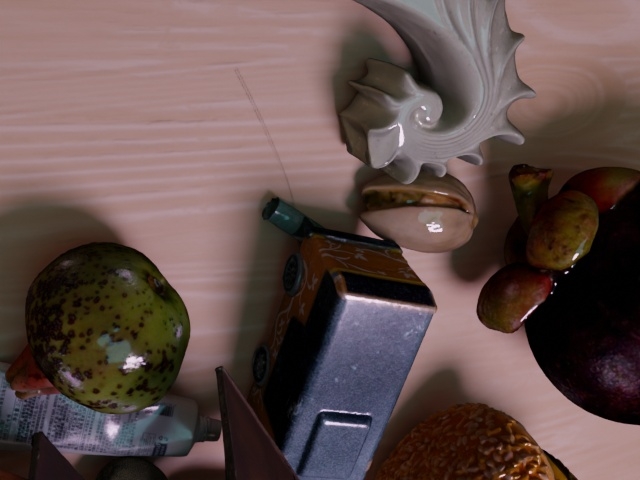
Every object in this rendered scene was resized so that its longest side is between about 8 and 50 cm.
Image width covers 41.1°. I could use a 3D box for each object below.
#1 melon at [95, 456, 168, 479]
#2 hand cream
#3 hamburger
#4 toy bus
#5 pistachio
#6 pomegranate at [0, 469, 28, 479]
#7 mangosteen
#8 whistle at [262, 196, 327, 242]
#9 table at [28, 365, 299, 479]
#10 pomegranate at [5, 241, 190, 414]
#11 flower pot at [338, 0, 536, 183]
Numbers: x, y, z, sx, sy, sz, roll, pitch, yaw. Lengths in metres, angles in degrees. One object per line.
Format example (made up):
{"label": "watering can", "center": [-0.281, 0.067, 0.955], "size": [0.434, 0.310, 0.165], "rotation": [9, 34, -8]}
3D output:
{"label": "melon", "center": [-0.252, 0.352, 1.163], "size": [0.098, 0.098, 0.130], "rotation": [-37, 118, -11]}
{"label": "hand cream", "center": [-0.298, 0.235, 1.139], "size": [0.341, 0.078, 0.124], "rotation": [12, 98, -19]}
{"label": "hamburger", "center": [0.235, 0.422, 1.281], "size": [0.330, 0.330, 0.250], "rotation": [-48, 116, -6]}
{"label": "toy bus", "center": [0.016, 0.166, 1.163], "size": [0.162, 0.194, 0.323], "rotation": [11, 111, -24]}
{"label": "pistachio", "center": [0.145, -0.042, 1.234], "size": [0.185, 0.124, 0.124], "rotation": [10, 100, -10]}
{"label": "pomegranate", "center": [-0.424, 0.441, 0.982], "size": [0.338, 0.338, 0.338], "rotation": [-7, 106, -23]}
{"label": "mangosteen", "center": [0.441, 0.065, 1.257], "size": [0.435, 0.382, 0.382], "rotation": [26, 92, -20]}
{"label": "whistle", "center": [0.000, 0.000, 1.216], "size": [0.186, 0.039, 0.039], "rotation": [33, 89, -28]}
{"label": "table", "center": [-0.159, 0.334, 0.981], "size": [0.251, 0.196, 0.282], "rotation": [-19, 129, 6]}
{"label": "pomegranate", "center": [-0.284, 0.120, 1.041], "size": [0.248, 0.214, 0.214], "rotation": [-31, 118, 16]}
{"label": "flower pot", "center": [0.140, -0.272, 1.138], "size": [0.254, 0.164, 0.367], "rotation": [-17, 112, -14]}
